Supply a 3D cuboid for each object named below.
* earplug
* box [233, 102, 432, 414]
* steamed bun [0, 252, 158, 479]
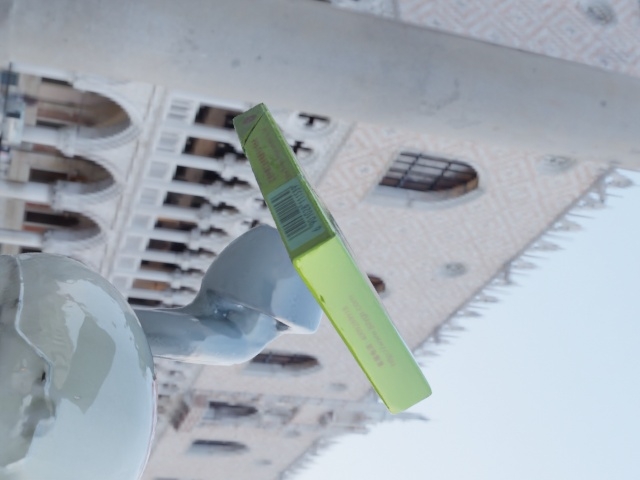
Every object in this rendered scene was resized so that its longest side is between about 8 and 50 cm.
[{"bbox_3d":[-0.144,0.097,1.294,0.214,0.325,0.175,29,38,-78],"label":"earplug"},{"bbox_3d":[0.000,0.000,0.848,0.187,0.047,0.335,57,3,-29],"label":"box"},{"bbox_3d":[-0.317,0.203,0.996,0.374,0.241,0.374,-36,-136,43],"label":"steamed bun"}]
